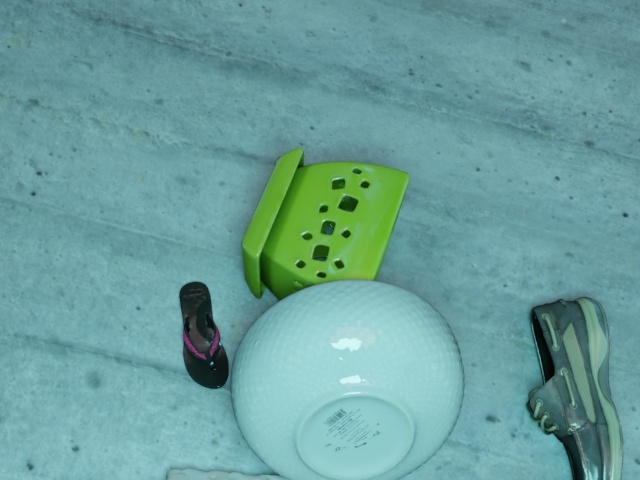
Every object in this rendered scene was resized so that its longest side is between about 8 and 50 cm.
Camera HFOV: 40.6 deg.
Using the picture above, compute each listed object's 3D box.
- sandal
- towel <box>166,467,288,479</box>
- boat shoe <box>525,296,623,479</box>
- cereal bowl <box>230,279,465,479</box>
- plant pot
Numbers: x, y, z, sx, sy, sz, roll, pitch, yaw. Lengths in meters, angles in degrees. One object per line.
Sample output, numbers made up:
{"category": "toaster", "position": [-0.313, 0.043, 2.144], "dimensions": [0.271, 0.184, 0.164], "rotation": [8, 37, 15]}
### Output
{"category": "sandal", "position": [-0.190, 0.148, 1.367], "dimensions": [0.067, 0.040, 0.179], "rotation": [-11, 72, -11]}
{"category": "towel", "position": [-0.066, 0.445, 1.176], "dimensions": [0.331, 0.053, 0.317], "rotation": [6, 28, -6]}
{"category": "boat shoe", "position": [0.390, 0.261, 1.371], "dimensions": [0.130, 0.132, 0.355], "rotation": [1, 61, 3]}
{"category": "cereal bowl", "position": [0.042, 0.230, 1.210], "dimensions": [0.339, 0.339, 0.141], "rotation": [3, 31, -6]}
{"category": "plant pot", "position": [0.000, 0.000, 1.354], "dimensions": [0.207, 0.227, 0.228], "rotation": [20, 69, 6]}
